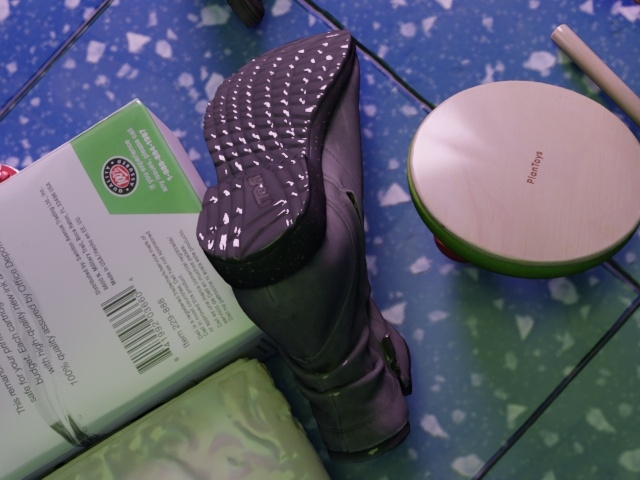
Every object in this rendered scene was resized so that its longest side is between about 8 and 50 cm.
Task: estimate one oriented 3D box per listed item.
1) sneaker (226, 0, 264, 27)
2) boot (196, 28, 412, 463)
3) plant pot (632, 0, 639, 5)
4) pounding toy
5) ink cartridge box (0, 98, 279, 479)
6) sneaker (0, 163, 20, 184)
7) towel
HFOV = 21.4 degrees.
[{"bbox_3d":[-0.060,-0.267,1.404,0.089,0.051,0.170,-27,74,8],"label":"sneaker"},{"bbox_3d":[0.000,0.000,1.300,0.118,0.338,0.222,-15,123,21],"label":"boot"},{"bbox_3d":[0.317,-0.288,1.290,0.201,0.201,0.180,17,67,11],"label":"plant pot"},{"bbox_3d":[0.172,-0.036,1.318,0.183,0.110,0.237,39,58,24],"label":"pounding toy"},{"bbox_3d":[-0.201,0.060,1.331,0.289,0.121,0.211,-31,77,2],"label":"ink cartridge box"},{"bbox_3d":[-0.288,-0.061,1.394,0.118,0.067,0.042,34,87,13],"label":"sneaker"},{"bbox_3d":[-0.099,0.303,1.253,0.317,0.053,0.332,-32,76,3],"label":"towel"}]
